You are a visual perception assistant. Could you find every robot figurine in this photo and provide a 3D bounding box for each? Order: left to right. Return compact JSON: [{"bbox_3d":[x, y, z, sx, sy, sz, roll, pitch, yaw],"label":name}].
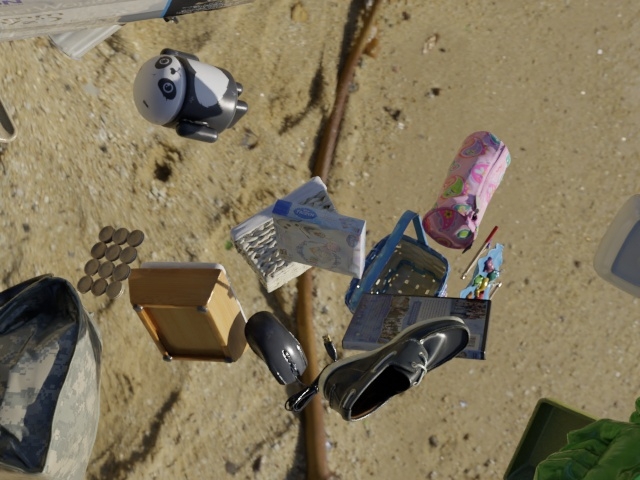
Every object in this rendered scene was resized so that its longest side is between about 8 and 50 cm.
[{"bbox_3d":[-0.310,-0.348,1.772,0.278,0.209,0.174,5,111,-42],"label":"robot figurine"}]

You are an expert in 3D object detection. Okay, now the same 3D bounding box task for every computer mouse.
[{"bbox_3d":[-0.051,0.261,1.739,0.184,0.060,0.262,-33,103,-22],"label":"computer mouse"}]

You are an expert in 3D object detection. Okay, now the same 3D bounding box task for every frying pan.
[{"bbox_3d":[-0.676,0.148,1.552,0.197,0.326,0.053,-20,106,10],"label":"frying pan"}]

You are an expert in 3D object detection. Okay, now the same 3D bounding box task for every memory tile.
[{"bbox_3d":[-0.407,0.041,1.430,0.012,0.113,0.148,52,49,-56],"label":"memory tile"}]

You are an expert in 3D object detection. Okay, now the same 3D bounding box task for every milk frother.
[{"bbox_3d":[-0.279,-0.305,0.993,0.134,0.129,0.143,-30,134,12],"label":"milk frother"}]

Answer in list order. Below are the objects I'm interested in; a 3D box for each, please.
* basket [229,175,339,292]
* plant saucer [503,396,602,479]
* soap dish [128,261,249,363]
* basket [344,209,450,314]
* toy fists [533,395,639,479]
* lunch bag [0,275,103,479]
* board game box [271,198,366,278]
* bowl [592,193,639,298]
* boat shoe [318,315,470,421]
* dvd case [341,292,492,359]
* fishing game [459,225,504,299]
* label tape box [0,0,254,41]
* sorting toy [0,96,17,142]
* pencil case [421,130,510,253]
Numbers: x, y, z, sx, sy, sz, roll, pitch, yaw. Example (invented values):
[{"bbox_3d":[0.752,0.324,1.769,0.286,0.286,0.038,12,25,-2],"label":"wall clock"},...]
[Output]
[{"bbox_3d":[-0.045,-0.005,1.159,0.167,0.113,0.103,-33,80,-8],"label":"basket"},{"bbox_3d":[0.386,0.319,1.078,0.045,0.188,0.189,-47,154,-51],"label":"plant saucer"},{"bbox_3d":[-0.303,0.175,1.717,0.228,0.118,0.291,0,140,13],"label":"soap dish"},{"bbox_3d":[0.174,0.091,1.664,0.255,0.201,0.289,-57,148,-10],"label":"basket"},{"bbox_3d":[0.322,0.203,0.692,0.279,0.142,0.096,-18,85,-23],"label":"toy fists"},{"bbox_3d":[-0.423,0.214,1.118,0.168,0.235,0.287,9,66,-1],"label":"lunch bag"},{"bbox_3d":[0.000,0.000,0.734,0.090,0.090,0.020,87,21,-60],"label":"board game box"},{"bbox_3d":[0.468,0.021,1.035,0.053,0.142,0.142,-30,145,-62],"label":"bowl"},{"bbox_3d":[0.116,0.179,1.019,0.233,0.079,0.084,-22,118,-19],"label":"boat shoe"},{"bbox_3d":[0.181,0.153,1.353,0.252,0.180,0.022,2,115,16],"label":"dvd case"},{"bbox_3d":[0.333,0.095,1.510,0.189,0.041,0.264,-50,151,-20],"label":"fishing game"},{"bbox_3d":[-0.144,-0.211,0.481,0.249,0.347,0.115,-12,105,-13],"label":"label tape box"},{"bbox_3d":[-0.708,-0.310,1.349,0.041,0.307,0.229,-47,154,27],"label":"sorting toy"},{"bbox_3d":[0.316,-0.108,1.564,0.124,0.124,0.284,57,45,-28],"label":"pencil case"}]
